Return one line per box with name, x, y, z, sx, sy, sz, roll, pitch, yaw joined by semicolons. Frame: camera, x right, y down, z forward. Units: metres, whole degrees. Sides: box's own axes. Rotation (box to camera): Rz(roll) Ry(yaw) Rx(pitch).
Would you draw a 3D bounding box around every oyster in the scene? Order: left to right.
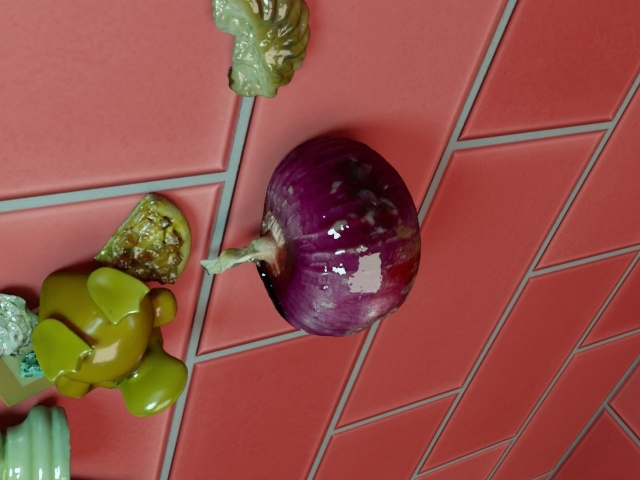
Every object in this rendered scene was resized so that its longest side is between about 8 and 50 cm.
oyster;-0.452;0.127;1.063;0.177;0.064;0.125;-22;124;-15

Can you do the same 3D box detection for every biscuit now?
biscuit;-0.061;-0.245;0.971;0.118;0.061;0.183;-29;143;-12

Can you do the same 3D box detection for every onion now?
onion;0.029;-0.009;1.162;0.272;0.256;0.230;-40;167;-34

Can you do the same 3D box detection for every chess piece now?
chess piece;-0.518;0.332;1.195;0.298;0.176;0.176;2;131;-23

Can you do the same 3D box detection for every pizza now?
pizza;-0.236;0.017;1.134;0.134;0.046;0.175;-28;144;-11

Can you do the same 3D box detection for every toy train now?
toy train;-0.389;0.180;1.188;0.092;0.029;0.045;1;140;-42

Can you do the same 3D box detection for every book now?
book;-0.423;0.168;1.180;0.118;0.012;0.172;-25;143;-15

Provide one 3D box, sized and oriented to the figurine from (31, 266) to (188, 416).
figurine;-0.284;0.130;1.112;0.215;0.215;0.228;-34;134;-3
